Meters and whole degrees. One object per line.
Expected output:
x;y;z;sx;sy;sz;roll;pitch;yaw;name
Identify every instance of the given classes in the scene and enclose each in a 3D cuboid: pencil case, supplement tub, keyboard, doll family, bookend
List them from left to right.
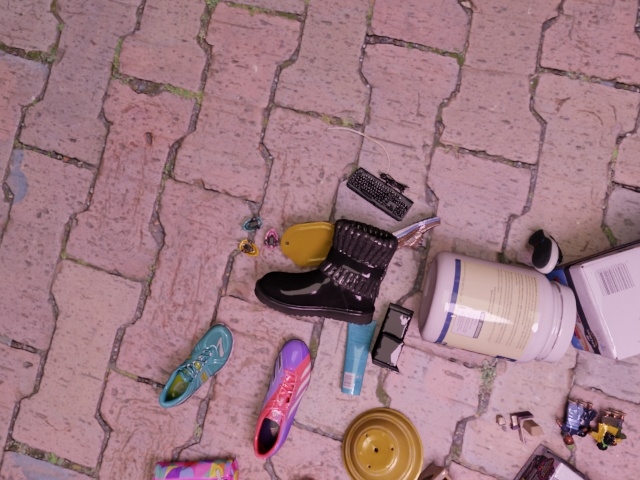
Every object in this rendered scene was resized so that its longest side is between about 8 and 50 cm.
-0.334;0.644;1.267;0.236;0.104;0.105;-6;84;5;pencil case
0.174;-0.144;1.326;0.192;0.038;0.100;34;88;6;keyboard
0.193;0.251;1.229;0.072;0.156;0.157;21;86;7;bookend
0.429;0.171;1.176;0.324;0.235;0.236;13;86;6;supplement tub
0.701;0.484;1.210;0.192;0.076;0.112;15;91;11;doll family

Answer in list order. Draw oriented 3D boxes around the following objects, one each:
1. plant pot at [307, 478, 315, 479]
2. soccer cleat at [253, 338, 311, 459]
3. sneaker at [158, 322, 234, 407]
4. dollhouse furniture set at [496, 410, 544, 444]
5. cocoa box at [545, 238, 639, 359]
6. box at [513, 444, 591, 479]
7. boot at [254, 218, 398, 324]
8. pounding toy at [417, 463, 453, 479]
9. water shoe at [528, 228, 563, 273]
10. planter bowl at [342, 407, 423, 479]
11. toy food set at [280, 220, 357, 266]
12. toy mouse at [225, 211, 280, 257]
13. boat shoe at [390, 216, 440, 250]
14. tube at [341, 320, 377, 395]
-0.036;0.688;1.249;0.081;0.081;0.084;-10;74;4;plant pot
-0.102;0.425;1.257;0.108;0.116;0.319;18;87;6;soccer cleat
-0.338;0.351;1.288;0.107;0.110;0.275;37;88;7;sneaker
0.518;0.503;1.202;0.090;0.114;0.081;-9;89;2;dollhouse furniture set
0.793;0.122;1.153;0.346;0.228;0.232;-18;83;3;cocoa box
0.630;0.666;1.161;0.247;0.142;0.163;37;89;6;box
0.011;0.064;1.232;0.347;0.131;0.260;9;113;-4;boot
0.223;0.671;1.189;0.155;0.154;0.269;44;89;7;pounding toy
0.591;0.034;1.198;0.080;0.203;0.073;37;121;-1;water shoe
0.150;0.539;1.201;0.217;0.090;0.217;-8;62;15;planter bowl
0.000;0.000;1.318;0.217;0.071;0.128;-4;110;7;toy food set
-0.169;-0.018;1.345;0.160;0.031;0.143;27;88;6;toy mouse
0.252;-0.009;1.298;0.183;0.066;0.066;-24;88;12;boat shoe
0.099;0.316;1.287;0.080;0.052;0.207;11;81;1;tube
